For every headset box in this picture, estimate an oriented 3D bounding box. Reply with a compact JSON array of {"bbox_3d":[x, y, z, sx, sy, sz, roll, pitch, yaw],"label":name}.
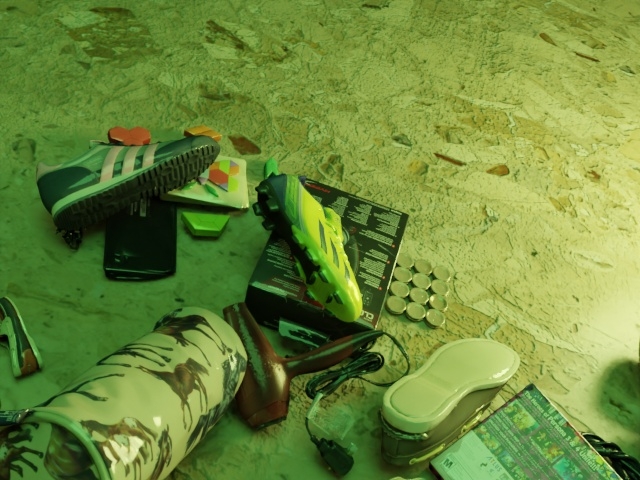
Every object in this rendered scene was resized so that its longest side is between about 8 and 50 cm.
[{"bbox_3d":[0.008,0.052,1.242,0.218,0.110,0.293,19,50,2],"label":"headset box"}]

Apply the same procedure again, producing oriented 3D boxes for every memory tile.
[{"bbox_3d":[0.181,0.090,1.333,0.113,0.012,0.148,18,46,0],"label":"memory tile"}]

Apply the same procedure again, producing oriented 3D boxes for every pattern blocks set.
[{"bbox_3d":[-0.225,-0.123,1.379,0.324,0.026,0.285,-1,50,-25],"label":"pattern blocks set"}]

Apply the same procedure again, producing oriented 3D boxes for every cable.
[{"bbox_3d":[0.429,0.363,1.133,0.184,0.047,0.150,39,50,20],"label":"cable"}]

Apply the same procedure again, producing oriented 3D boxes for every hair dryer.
[{"bbox_3d":[-0.032,0.193,1.107,0.293,0.080,0.224,33,66,-1],"label":"hair dryer"}]

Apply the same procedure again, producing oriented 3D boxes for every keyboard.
[{"bbox_3d":[-0.359,-0.060,1.303,0.201,0.033,0.317,7,46,-18],"label":"keyboard"}]

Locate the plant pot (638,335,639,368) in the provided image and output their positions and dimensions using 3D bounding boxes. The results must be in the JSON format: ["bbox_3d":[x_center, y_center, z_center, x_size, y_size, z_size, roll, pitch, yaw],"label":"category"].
[{"bbox_3d":[0.668,0.199,1.262,0.187,0.205,0.205,3,46,6],"label":"plant pot"}]

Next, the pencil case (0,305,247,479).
[{"bbox_3d":[-0.235,0.207,0.901,0.183,0.160,0.410,18,15,11],"label":"pencil case"}]

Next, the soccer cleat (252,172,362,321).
[{"bbox_3d":[0.000,-0.001,1.151,0.121,0.093,0.289,-18,57,-27],"label":"soccer cleat"}]

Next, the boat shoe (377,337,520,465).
[{"bbox_3d":[0.203,0.244,1.135,0.116,0.097,0.324,25,29,34],"label":"boat shoe"}]

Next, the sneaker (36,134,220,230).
[{"bbox_3d":[-0.331,-0.138,1.255,0.319,0.112,0.131,-25,68,-29],"label":"sneaker"}]

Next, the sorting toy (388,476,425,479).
[{"bbox_3d":[0.137,0.376,1.044,0.075,0.045,0.083,-14,53,-36],"label":"sorting toy"}]

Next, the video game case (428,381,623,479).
[{"bbox_3d":[0.312,0.359,1.066,0.210,0.042,0.232,-33,62,-15],"label":"video game case"}]

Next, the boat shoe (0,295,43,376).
[{"bbox_3d":[-0.458,0.141,1.082,0.043,0.049,0.137,-23,63,-29],"label":"boat shoe"}]
